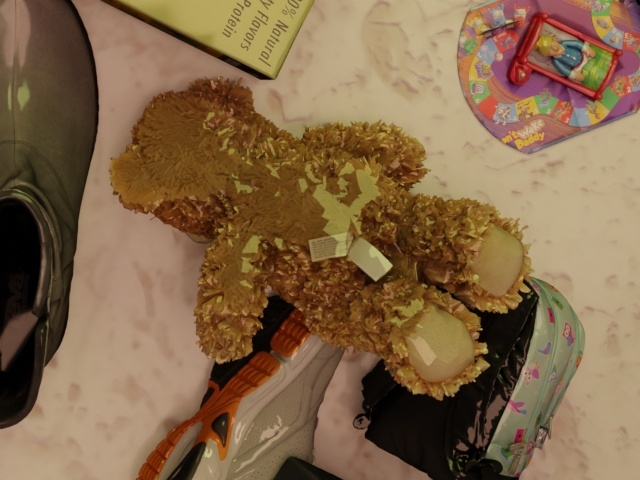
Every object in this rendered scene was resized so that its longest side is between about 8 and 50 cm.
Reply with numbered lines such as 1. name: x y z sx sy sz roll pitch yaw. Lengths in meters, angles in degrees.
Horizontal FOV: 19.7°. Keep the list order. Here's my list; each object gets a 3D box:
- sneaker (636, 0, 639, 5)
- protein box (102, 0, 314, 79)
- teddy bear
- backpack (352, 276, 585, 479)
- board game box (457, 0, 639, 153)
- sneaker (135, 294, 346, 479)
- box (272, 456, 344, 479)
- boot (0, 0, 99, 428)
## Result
1. sneaker: 0.357 -0.179 1.526 0.132 0.086 0.228 -35 109 -7
2. protein box: -0.086 -0.257 1.432 0.201 0.136 0.199 26 92 -8
3. teddy bear: 0.000 0.000 1.445 0.338 0.113 0.245 12 69 6
4. backpack: 0.131 0.109 1.496 0.152 0.115 0.182 26 91 36
5. board game box: 0.200 -0.150 1.528 0.169 0.033 0.133 -21 98 -4
6. sneaker: -0.038 0.151 1.514 0.121 0.099 0.262 39 88 -30
7. box: 0.020 0.397 1.402 0.179 0.312 0.343 31 91 -38
8. boot: -0.226 -0.040 1.394 0.118 0.223 0.338 -3 96 -6
